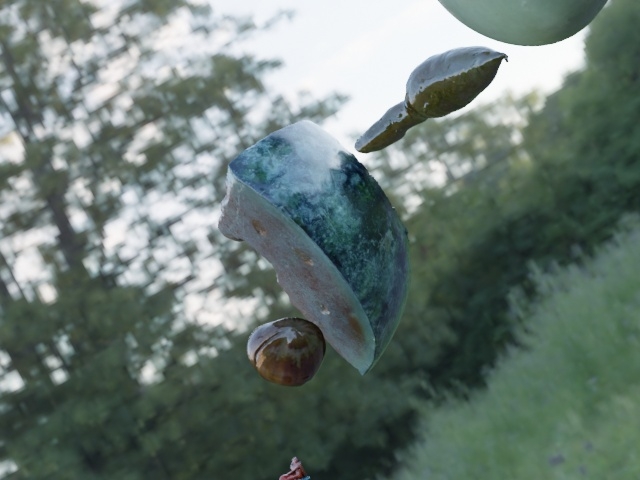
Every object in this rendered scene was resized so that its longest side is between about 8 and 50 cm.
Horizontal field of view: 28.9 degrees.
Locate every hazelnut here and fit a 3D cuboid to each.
[{"bbox_3d":[-0.035,0.120,1.356,0.086,0.086,0.086,-29,-4,-2],"label":"hazelnut"}]

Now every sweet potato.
[{"bbox_3d":[0.132,-0.178,1.488,0.074,0.075,0.269,-25,-4,-44],"label":"sweet potato"}]

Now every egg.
[{"bbox_3d":[0.170,-0.277,1.081,0.186,0.253,0.187,-6,-35,-5],"label":"egg"}]

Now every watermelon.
[{"bbox_3d":[0.000,0.000,1.437,0.226,0.318,0.148,3,42,48],"label":"watermelon"}]

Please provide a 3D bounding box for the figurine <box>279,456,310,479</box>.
[{"bbox_3d":[-0.064,0.302,1.341,0.140,0.075,0.068,-30,-32,-17],"label":"figurine"}]
